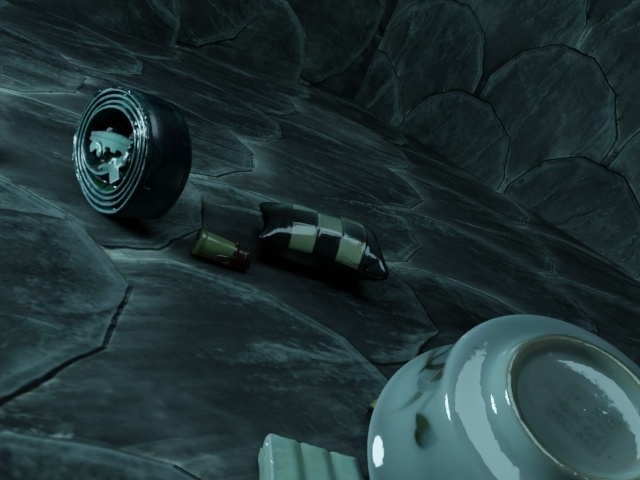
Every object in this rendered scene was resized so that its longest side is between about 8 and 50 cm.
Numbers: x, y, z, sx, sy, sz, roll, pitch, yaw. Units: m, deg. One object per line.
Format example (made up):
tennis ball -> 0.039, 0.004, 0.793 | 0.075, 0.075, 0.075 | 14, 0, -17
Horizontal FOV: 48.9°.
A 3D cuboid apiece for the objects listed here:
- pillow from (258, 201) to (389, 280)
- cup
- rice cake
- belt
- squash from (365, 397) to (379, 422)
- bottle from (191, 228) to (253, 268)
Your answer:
pillow -> 0.000, 0.000, 1.321 | 0.250, 0.106, 0.186 | 17, 19, -9
cup -> 0.236, 0.209, 0.730 | 0.347, 0.163, 0.347 | 10, 45, -10
rice cake -> 0.004, 0.284, 0.674 | 0.127, 0.043, 0.237 | 19, 19, -18
belt -> -0.318, -0.148, 1.175 | 0.116, 0.206, 0.268 | 9, 18, -46
squash -> 0.157, 0.243, 0.925 | 0.184, 0.085, 0.192 | -14, 3, -20
bottle -> -0.161, 0.020, 1.171 | 0.101, 0.047, 0.063 | 23, 38, -19
